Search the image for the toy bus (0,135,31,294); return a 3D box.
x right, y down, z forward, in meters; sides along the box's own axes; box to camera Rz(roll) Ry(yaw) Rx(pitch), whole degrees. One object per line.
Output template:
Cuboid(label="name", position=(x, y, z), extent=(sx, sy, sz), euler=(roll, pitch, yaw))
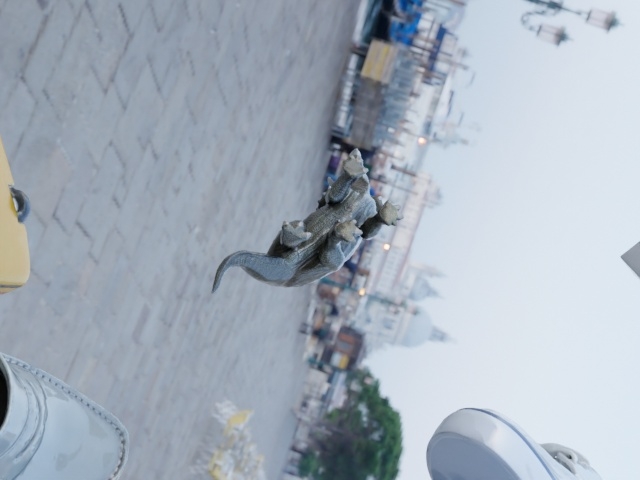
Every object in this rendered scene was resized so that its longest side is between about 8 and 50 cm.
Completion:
Cuboid(label="toy bus", position=(-0.458, -0.092, 1.087), extent=(0.108, 0.130, 0.332), euler=(22, 49, -80))

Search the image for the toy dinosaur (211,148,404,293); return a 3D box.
Cuboid(label="toy dinosaur", position=(0.000, 0.000, 1.056), extent=(0.313, 0.121, 0.160), euler=(-46, 174, -31))

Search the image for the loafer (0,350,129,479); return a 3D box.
Cuboid(label="loafer", position=(-0.235, 0.123, 0.581), extent=(0.319, 0.112, 0.112), euler=(30, 55, -54))

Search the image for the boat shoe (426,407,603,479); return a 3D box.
Cuboid(label="boat shoe", position=(0.156, 0.185, 0.618), extent=(0.084, 0.095, 0.258), euler=(-54, 131, -29))

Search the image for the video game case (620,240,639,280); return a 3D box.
Cuboid(label="video game case", position=(0.492, -0.005, 1.053), extent=(0.232, 0.042, 0.210), euler=(-41, -165, 14))
